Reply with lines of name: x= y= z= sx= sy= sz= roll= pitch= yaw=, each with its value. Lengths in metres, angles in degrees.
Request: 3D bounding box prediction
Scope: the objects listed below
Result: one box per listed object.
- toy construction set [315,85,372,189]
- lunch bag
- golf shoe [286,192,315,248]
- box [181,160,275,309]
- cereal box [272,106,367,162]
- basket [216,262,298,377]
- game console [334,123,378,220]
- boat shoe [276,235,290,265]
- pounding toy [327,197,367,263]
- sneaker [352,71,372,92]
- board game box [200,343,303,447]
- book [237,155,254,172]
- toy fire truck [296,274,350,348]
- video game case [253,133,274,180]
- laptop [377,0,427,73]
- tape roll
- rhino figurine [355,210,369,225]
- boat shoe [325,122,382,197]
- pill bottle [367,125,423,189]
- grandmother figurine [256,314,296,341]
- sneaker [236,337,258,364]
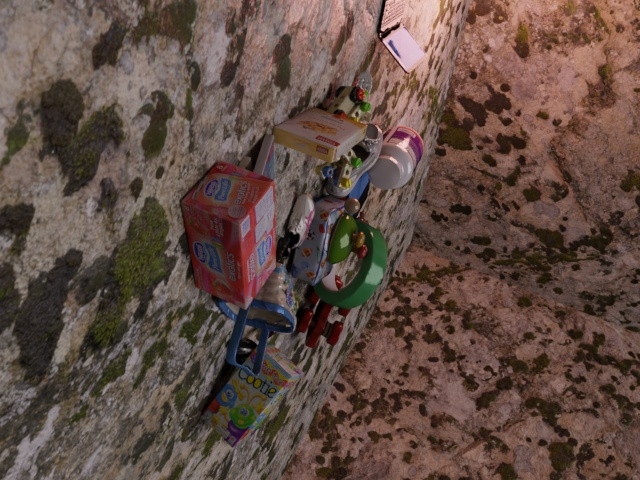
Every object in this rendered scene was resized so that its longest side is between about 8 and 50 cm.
toy construction set: x=0.081 y=-0.336 z=1.807 sx=0.215 sy=0.151 sz=0.327 roll=57 pitch=44 yaw=-41
lunch bag: x=0.000 y=0.000 z=2.069 sx=0.243 sy=0.115 sz=0.303 roll=-36 pitch=144 yaw=-67
golf shoe: x=-0.063 y=-0.057 z=1.851 sx=0.086 sy=0.067 sz=0.186 roll=-51 pitch=157 yaw=-55
box: x=-0.195 y=-0.007 z=1.345 sx=0.154 sy=0.142 sz=0.300 roll=-56 pitch=161 yaw=-37
cereal box: x=0.002 y=-0.283 z=1.578 sx=0.240 sy=0.173 sz=0.047 roll=-45 pitch=153 yaw=-56
basket: x=-0.172 y=0.205 z=1.596 sx=0.255 sy=0.201 sz=0.289 roll=71 pitch=34 yaw=-68
game console: x=0.140 y=-0.216 z=2.340 sx=0.342 sy=0.060 sz=0.386 roll=-54 pitch=160 yaw=-39
boat shoe: x=-0.121 y=0.047 z=1.859 sx=0.049 sy=0.042 sz=0.133 roll=-54 pitch=160 yaw=-49
pounding toy: x=0.114 y=-0.019 z=2.024 sx=0.183 sy=0.110 sz=0.237 roll=-7 pitch=115 yaw=-77
sneaker: x=0.124 y=-0.478 z=1.970 sx=0.065 sy=0.061 sz=0.158 roll=-101 pitch=-154 yaw=-67
board game box: x=-0.203 y=0.467 z=1.823 sx=0.275 sy=0.142 sz=0.144 roll=-51 pitch=164 yaw=2
book: x=-0.185 y=-0.121 z=1.441 sx=0.144 sy=0.035 sz=0.096 roll=83 pitch=29 yaw=-58
toy fire truck: x=0.016 y=0.287 z=2.456 sx=0.254 sy=0.169 sz=0.302 roll=-160 pitch=-87 yaw=-87
video game case: x=-0.144 y=-0.092 z=1.502 sx=0.285 sy=0.025 sz=0.204 roll=94 pitch=5 yaw=-47
laptop: x=0.296 y=-0.734 z=2.016 sx=0.234 sy=0.137 sz=0.264 roll=-50 pitch=156 yaw=-50
tape roll: x=0.102 y=0.085 z=2.180 sx=0.077 sy=0.321 sz=0.321 roll=25 pitch=86 yaw=-35
rhino figurine: x=0.128 y=-0.006 z=2.535 sx=0.243 sy=0.073 sz=0.106 roll=-56 pitch=-176 yaw=21
boat shoe: x=0.120 y=-0.291 z=2.074 sx=0.320 sy=0.118 sz=0.103 roll=-54 pitch=165 yaw=-22
pill bottle: x=0.282 y=-0.312 z=2.303 sx=0.323 sy=0.181 sz=0.181 roll=-54 pitch=160 yaw=-56
grandmother figurine: x=-0.145 y=0.233 z=1.928 sx=0.208 sy=0.104 sz=0.342 roll=-55 pitch=159 yaw=-12
sneaker: x=-0.235 y=0.347 z=1.835 sx=0.077 sy=0.072 sz=0.178 roll=-56 pitch=158 yaw=-4
